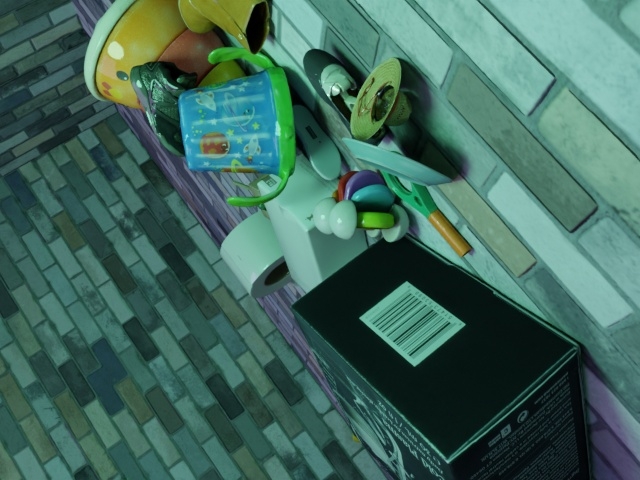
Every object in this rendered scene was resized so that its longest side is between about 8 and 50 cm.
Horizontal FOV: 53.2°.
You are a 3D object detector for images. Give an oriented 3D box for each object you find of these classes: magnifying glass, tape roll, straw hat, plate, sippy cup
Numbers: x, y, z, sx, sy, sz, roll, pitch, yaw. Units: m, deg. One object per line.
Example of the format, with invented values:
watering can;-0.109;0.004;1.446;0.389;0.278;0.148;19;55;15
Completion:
magnifying glass;0.185;-0.066;1.139;0.231;0.026;0.092;53;164;15
tape roll;-0.168;0.039;1.999;0.169;0.246;0.246;51;164;20
straw hat;0.108;-0.207;0.991;0.061;0.145;0.144;20;178;-23
plate;0.118;-0.119;1.018;0.188;0.024;0.188;22;-175;-2
sippy cup;-0.181;-0.241;1.357;0.240;0.223;0.306;93;166;-45

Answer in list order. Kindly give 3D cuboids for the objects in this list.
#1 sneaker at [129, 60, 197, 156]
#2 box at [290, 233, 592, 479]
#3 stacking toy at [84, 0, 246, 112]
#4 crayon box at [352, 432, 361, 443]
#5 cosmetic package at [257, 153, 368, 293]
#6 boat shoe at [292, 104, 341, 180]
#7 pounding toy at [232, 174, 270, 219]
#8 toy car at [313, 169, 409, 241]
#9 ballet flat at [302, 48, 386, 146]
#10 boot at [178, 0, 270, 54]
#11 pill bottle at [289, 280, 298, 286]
sneaker;-0.320;-0.296;1.432;0.087;0.130;0.228;-68;-38;-56
box;0.239;0.312;1.254;0.480;0.297;0.472;37;158;49
stacking toy;-0.290;-0.372;1.561;0.479;0.351;0.350;37;163;3
crayon box;0.245;0.504;1.709;0.312;0.106;0.363;18;153;13
cosmetic package;0.000;0.000;1.588;0.217;0.156;0.385;44;160;35
boat shoe;-0.015;-0.203;1.390;0.183;0.065;0.083;61;166;9
pounding toy;-0.140;-0.133;1.753;0.100;0.141;0.130;32;152;56
toy car;0.082;-0.072;1.260;0.182;0.159;0.136;-162;77;-66
ballet flat;0.047;-0.245;1.096;0.203;0.074;0.074;53;166;-15
boot;-0.196;-0.460;1.325;0.211;0.104;0.295;54;160;8
pill bottle;-0.108;0.086;2.192;0.169;0.094;0.094;32;152;55
